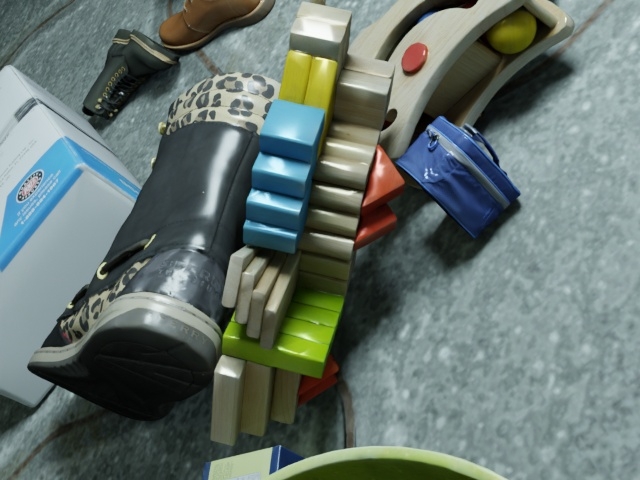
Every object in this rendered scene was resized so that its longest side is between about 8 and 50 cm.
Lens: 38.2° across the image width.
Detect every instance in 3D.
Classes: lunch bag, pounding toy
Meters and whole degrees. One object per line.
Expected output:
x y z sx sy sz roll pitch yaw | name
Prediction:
0.116 -0.059 0.772 0.065 0.098 0.067 -45 34 5 | lunch bag
0.071 -0.148 0.817 0.269 0.155 0.154 -37 48 31 | pounding toy

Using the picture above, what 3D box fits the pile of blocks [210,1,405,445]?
0.000 0.000 0.742 0.149 0.112 0.362 -51 -27 -76 | pile of blocks

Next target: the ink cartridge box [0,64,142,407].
-0.391 -0.024 1.201 0.285 0.166 0.395 -50 39 3 | ink cartridge box

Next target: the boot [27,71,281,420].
-0.156 0.017 0.912 0.377 0.138 0.284 -34 33 60 | boot

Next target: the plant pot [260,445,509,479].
0.085 0.268 0.397 0.275 0.293 0.275 -25 46 30 | plant pot

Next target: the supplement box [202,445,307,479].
-0.040 0.209 0.736 0.083 0.083 0.056 -21 48 33 | supplement box

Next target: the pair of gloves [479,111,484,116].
0.123 -0.126 0.888 0.074 0.010 0.083 -28 43 31 | pair of gloves

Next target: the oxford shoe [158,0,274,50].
-0.160 -0.322 1.272 0.212 0.076 0.076 -13 54 41 | oxford shoe

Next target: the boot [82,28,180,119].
-0.276 -0.226 1.327 0.137 0.077 0.198 -60 26 -2 | boot
